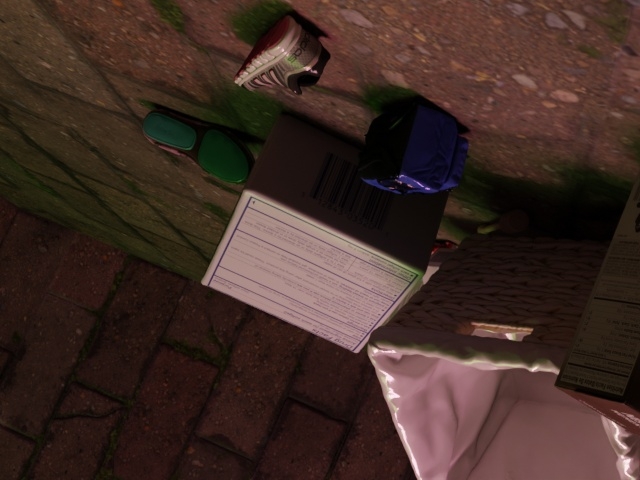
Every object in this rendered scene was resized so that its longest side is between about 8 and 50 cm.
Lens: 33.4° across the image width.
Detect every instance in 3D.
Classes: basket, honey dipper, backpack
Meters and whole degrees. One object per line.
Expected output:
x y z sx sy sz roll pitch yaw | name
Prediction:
0.292 0.194 1.349 0.328 0.266 0.331 3 125 39 | basket
0.246 -0.019 1.471 0.030 0.030 0.161 25 171 -6 | honey dipper
0.103 -0.095 1.228 0.101 0.098 0.120 25 169 -25 | backpack

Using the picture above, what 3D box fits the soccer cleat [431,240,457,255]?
0.197 0.017 1.757 0.036 0.029 0.083 34 162 -26 | soccer cleat

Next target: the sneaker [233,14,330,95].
-0.040 -0.189 1.167 0.075 0.063 0.170 33 163 -15 | sneaker

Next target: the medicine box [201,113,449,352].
0.000 0.000 1.528 0.263 0.149 0.289 25 147 -5 | medicine box

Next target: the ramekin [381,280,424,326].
0.180 0.143 2.078 0.303 0.148 0.303 23 169 5 | ramekin

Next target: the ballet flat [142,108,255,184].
-0.179 -0.149 1.680 0.221 0.077 0.079 25 -171 23 | ballet flat

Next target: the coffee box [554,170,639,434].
0.354 0.068 1.073 0.141 0.246 0.098 30 168 -30 | coffee box

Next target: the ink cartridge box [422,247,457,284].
0.309 0.143 1.554 0.296 0.066 0.261 4 121 40 | ink cartridge box

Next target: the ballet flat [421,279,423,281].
0.215 0.055 1.851 0.070 0.070 0.188 18 170 29 | ballet flat
